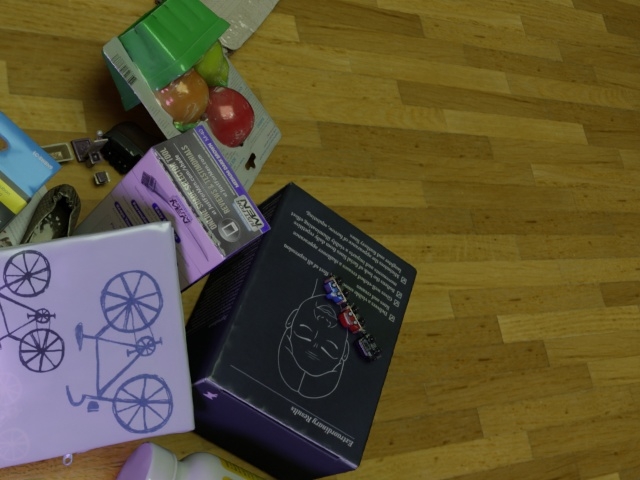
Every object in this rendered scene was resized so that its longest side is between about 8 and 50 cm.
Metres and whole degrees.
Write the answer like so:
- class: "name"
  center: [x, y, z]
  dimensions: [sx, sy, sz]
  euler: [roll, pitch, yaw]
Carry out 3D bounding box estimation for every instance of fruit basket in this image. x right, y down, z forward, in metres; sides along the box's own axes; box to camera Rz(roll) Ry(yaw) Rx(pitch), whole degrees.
- class: "fruit basket"
  center: [-0.222, -0.252, 1.590]
  dimensions: [0.353, 0.165, 0.327]
  euler: [59, 30, -24]

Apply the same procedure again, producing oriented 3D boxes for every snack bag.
- class: "snack bag"
  center: [-0.351, 0.151, 1.212]
  dimensions: [0.342, 0.037, 0.323]
  euler: [-10, 106, -18]

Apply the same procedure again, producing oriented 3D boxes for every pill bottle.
- class: "pill bottle"
  center: [-0.145, 0.434, 1.325]
  dimensions: [0.334, 0.188, 0.188]
  euler: [32, 55, -20]

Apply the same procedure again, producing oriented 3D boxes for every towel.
- class: "towel"
  center: [-0.191, -0.501, 1.789]
  dimensions: [0.187, 0.049, 0.282]
  euler: [41, 52, -15]

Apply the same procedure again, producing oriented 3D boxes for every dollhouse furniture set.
- class: "dollhouse furniture set"
  center: [-0.403, -0.137, 1.460]
  dimensions: [0.114, 0.081, 0.091]
  euler: [-15, 80, -38]

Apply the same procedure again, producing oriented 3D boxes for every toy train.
- class: "toy train"
  center: [0.048, 0.125, 1.427]
  dimensions: [0.036, 0.027, 0.158]
  euler: [-28, 88, -29]

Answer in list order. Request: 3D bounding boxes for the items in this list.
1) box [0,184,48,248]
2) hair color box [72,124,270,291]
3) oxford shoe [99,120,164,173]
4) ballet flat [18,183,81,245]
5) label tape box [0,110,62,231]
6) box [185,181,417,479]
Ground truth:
- class: "box"
  center: [-0.539, 0.009, 1.320]
  dimensions: [0.322, 0.058, 0.232]
  euler: [-25, 85, -41]
- class: "hair color box"
  center: [-0.240, -0.012, 1.353]
  dimensions: [0.110, 0.339, 0.185]
  euler: [-34, 91, -39]
- class: "oxford shoe"
  center: [-0.272, -0.124, 1.548]
  dimensions: [0.227, 0.083, 0.096]
  euler: [47, 47, -11]
- class: "ballet flat"
  center: [-0.414, 0.020, 1.329]
  dimensions: [0.084, 0.058, 0.250]
  euler: [27, 57, -23]
- class: "label tape box"
  center: [-0.565, -0.060, 1.224]
  dimensions: [0.240, 0.106, 0.334]
  euler: [44, 54, -12]
- class: "box"
  center: [-0.050, 0.160, 1.496]
  dimensions: [0.293, 0.212, 0.395]
  euler: [35, 53, -19]
